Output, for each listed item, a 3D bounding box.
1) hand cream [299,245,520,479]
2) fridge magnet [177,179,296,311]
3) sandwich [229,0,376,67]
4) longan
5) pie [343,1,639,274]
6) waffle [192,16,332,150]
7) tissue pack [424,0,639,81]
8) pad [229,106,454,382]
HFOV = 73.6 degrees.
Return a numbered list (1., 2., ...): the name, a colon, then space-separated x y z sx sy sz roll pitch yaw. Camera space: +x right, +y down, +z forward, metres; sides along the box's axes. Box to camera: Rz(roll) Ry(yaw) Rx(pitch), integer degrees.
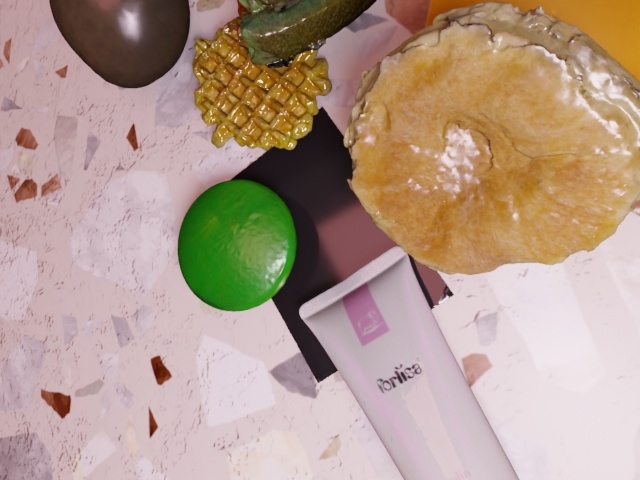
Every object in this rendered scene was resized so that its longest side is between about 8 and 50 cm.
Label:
1. hand cream: 0.121 0.199 0.566 0.185 0.118 0.358 -35 71 15
2. fridge magnet: -0.132 0.007 0.674 0.208 0.088 0.208 -2 84 19
3. sandwich: -0.057 -0.431 0.626 0.250 0.162 0.301 -30 65 -6
4. longan: -0.337 -0.388 0.727 0.248 0.248 0.248 -2 84 19
5. pie: 0.180 -0.090 0.494 0.339 0.083 0.339 16 134 17
6. waffle: -0.100 -0.264 0.705 0.243 0.059 0.237 -3 82 16
7. tissue pack: 0.275 -0.237 0.531 0.274 0.145 0.194 13 88 21
8. pad: 0.000 0.000 0.678 0.247 0.007 0.367 -36 74 13
